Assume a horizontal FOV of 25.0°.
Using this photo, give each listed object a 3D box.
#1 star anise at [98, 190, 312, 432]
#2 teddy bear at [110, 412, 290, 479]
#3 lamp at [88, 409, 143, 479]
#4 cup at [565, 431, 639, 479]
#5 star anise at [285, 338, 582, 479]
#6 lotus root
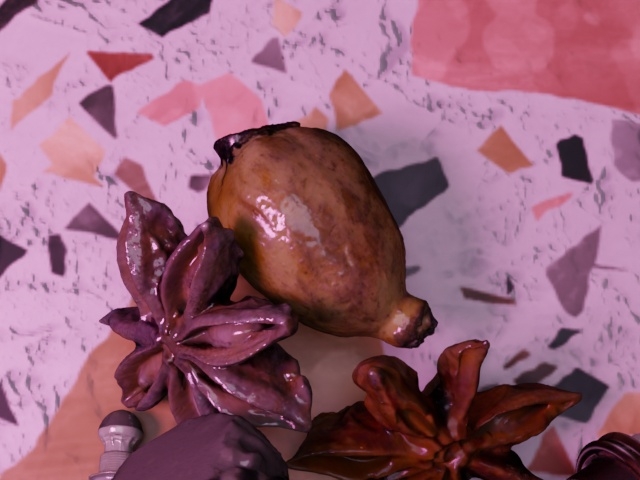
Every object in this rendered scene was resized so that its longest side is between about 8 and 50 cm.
[{"bbox_3d":[-0.079,0.074,1.047,0.197,0.212,0.073,36,43,19],"label":"star anise"},{"bbox_3d":[-0.026,0.222,0.994,0.251,0.144,0.171,36,113,-16],"label":"teddy bear"},{"bbox_3d":[-0.155,0.205,1.077,0.091,0.091,0.163,1,67,-2],"label":"lamp"},{"bbox_3d":[0.326,0.191,1.048,0.280,0.196,0.196,-23,83,-13],"label":"cup"},{"bbox_3d":[0.078,0.153,1.076,0.212,0.111,0.196,9,101,-30],"label":"star anise"},{"bbox_3d":[0.000,0.000,1.079,0.138,0.138,0.214,-38,79,-7],"label":"lotus root"}]
